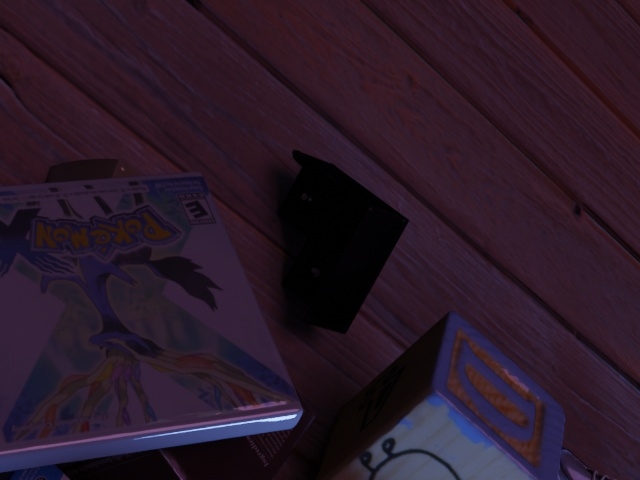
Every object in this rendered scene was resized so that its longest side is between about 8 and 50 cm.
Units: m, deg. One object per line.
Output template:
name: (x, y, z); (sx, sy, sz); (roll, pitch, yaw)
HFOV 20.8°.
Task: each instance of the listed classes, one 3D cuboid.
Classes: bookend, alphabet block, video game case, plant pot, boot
bookend: (0.000, 0.000, 2.054); (0.072, 0.156, 0.157); (19, 15, -44)
alphabet block: (0.137, 0.234, 1.957); (0.192, 0.197, 0.193); (42, 25, -7)
video game case: (-0.214, 0.065, 1.613); (0.329, 0.036, 0.300); (-5, 53, -28)
plant pot: (-0.221, -0.022, 1.794); (0.109, 0.096, 0.109); (41, 46, -31)
boot: (0.381, 0.335, 2.355); (0.190, 0.086, 0.069); (48, 42, -24)

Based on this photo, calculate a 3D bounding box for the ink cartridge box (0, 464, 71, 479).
ink cartridge box: (-0.254, 0.304, 1.609); (0.191, 0.082, 0.140); (47, 42, -21)

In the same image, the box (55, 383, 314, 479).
box: (-0.146, 0.189, 1.722); (0.167, 0.168, 0.203); (56, 39, -15)
